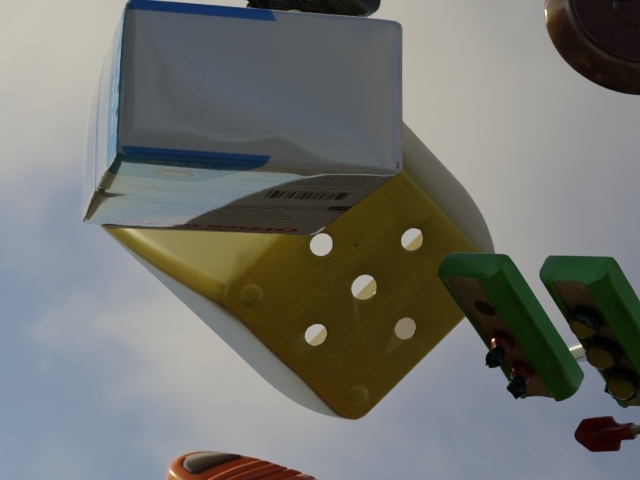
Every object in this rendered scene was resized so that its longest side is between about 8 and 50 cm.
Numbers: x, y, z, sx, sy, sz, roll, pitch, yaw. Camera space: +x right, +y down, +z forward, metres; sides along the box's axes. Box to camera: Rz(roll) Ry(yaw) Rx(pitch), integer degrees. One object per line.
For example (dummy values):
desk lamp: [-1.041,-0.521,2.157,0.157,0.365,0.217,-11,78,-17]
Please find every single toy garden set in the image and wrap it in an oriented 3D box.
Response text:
toy garden set: [0.201,0.094,0.993,0.244,0.049,0.204,1,-41,41]

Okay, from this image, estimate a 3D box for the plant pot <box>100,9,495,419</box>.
plant pot: [0.000,0.000,1.272,0.212,0.212,0.187,45,0,-26]

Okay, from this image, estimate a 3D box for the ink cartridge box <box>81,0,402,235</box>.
ink cartridge box: [-0.050,-0.061,1.011,0.148,0.086,0.203,3,-9,-13]

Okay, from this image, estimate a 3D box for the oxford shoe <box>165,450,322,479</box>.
oxford shoe: [0.033,0.260,1.100,0.364,0.133,0.130,36,21,23]

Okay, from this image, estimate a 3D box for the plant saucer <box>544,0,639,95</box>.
plant saucer: [0.297,-0.216,1.734,0.168,0.168,0.029,31,-28,9]

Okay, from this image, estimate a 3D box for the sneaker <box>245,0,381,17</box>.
sneaker: [-0.025,-0.269,1.659,0.130,0.227,0.087,-28,-36,27]

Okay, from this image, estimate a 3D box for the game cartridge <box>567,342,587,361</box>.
game cartridge: [0.251,0.091,1.570,0.056,0.083,0.017,-22,-104,62]
